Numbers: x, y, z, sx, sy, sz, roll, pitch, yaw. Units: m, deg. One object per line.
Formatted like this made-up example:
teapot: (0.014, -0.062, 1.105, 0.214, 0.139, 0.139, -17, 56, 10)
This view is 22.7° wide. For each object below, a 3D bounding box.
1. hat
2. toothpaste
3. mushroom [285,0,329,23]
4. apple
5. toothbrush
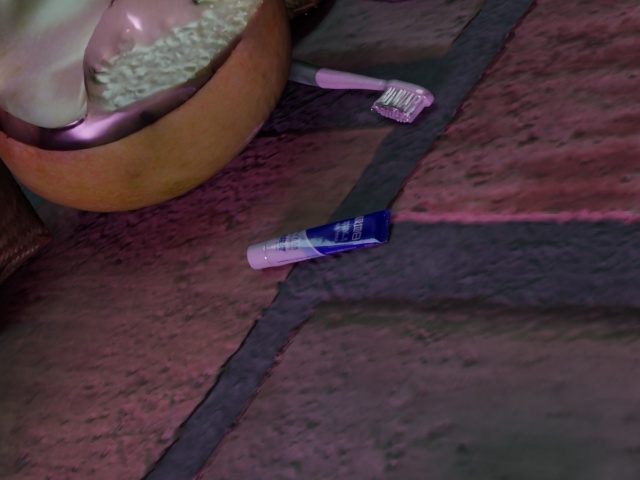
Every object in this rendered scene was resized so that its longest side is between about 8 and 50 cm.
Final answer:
hat: (-0.204, -0.005, 1.027, 0.146, 0.067, 0.146, -172, 90, -66)
toothpaste: (0.000, 0.000, 0.856, 0.083, 0.015, 0.024, -12, 44, 26)
mushroom: (-0.030, -0.157, 1.082, 0.101, 0.019, 0.049, -33, 26, -27)
apple: (-0.114, -0.112, 0.977, 0.188, 0.173, 0.207, -15, 27, -6)
toothbrush: (-0.007, -0.105, 1.010, 0.024, 0.018, 0.257, -48, 33, -10)
